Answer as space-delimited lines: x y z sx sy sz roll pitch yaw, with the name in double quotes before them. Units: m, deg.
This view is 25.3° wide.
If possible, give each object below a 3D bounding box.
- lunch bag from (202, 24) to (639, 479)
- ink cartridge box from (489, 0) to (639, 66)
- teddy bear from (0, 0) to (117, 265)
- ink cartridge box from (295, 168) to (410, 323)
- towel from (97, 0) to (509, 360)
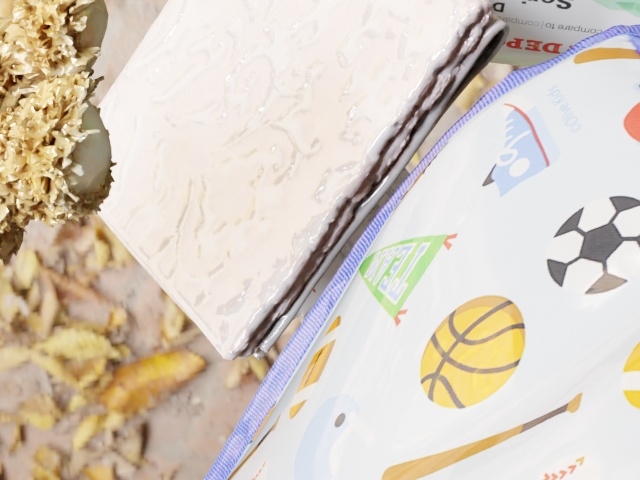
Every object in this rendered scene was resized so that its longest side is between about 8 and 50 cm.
"lunch bag" 0.108 0.130 0.613 0.239 0.328 0.385 19 115 -20
"ink cartridge box" 0.208 -0.261 1.093 0.201 0.117 0.278 8 143 2
"teddy bear" -0.247 -0.049 0.888 0.113 0.338 0.245 18 71 -44
"ink cartridge box" 0.000 0.000 1.188 0.180 0.104 0.060 -35 163 -6
"towel" -0.045 -0.114 1.129 0.053 0.317 0.332 26 104 -47
